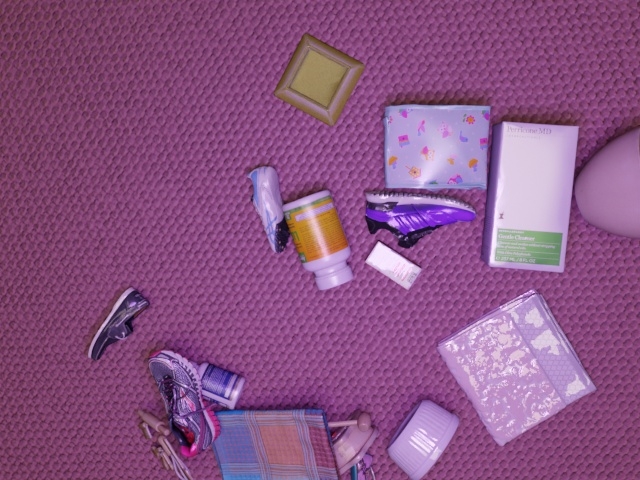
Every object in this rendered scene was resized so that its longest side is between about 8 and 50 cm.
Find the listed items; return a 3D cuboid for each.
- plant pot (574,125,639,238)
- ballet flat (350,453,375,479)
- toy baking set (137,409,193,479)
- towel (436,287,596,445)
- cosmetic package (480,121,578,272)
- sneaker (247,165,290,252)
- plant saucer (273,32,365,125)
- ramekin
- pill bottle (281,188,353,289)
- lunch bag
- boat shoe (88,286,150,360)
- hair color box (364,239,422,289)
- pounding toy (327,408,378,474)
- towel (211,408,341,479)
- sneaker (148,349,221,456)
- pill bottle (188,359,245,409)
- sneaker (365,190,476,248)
[{"bbox_3d":[0.753,-0.126,1.719,0.191,0.284,0.284,-15,95,40],"label":"plant pot"},{"bbox_3d":[0.117,0.702,1.923,0.079,0.077,0.222,2,96,-16],"label":"ballet flat"},{"bbox_3d":[-0.420,0.566,1.886,0.030,0.256,0.197,-32,114,-33],"label":"toy baking set"},{"bbox_3d":[0.531,0.345,1.865,0.317,0.053,0.332,-32,92,6],"label":"towel"},{"bbox_3d":[0.531,-0.115,1.770,0.196,0.155,0.366,3,97,5],"label":"cosmetic package"},{"bbox_3d":[-0.139,-0.082,1.861,0.086,0.085,0.237,-6,99,31],"label":"sneaker"},{"bbox_3d":[-0.005,-0.429,1.829,0.188,0.045,0.188,28,97,1],"label":"plant saucer"},{"bbox_3d":[0.267,0.521,1.828,0.109,0.207,0.207,37,97,9],"label":"ramekin"},{"bbox_3d":[0.000,0.000,1.824,0.136,0.136,0.246,-20,94,5],"label":"pill bottle"},{"bbox_3d":[0.290,-0.238,1.773,0.262,0.160,0.224,0,96,-2],"label":"lunch bag"},{"bbox_3d":[-0.564,0.244,1.912,0.079,0.084,0.233,36,94,0],"label":"boat shoe"},{"bbox_3d":[0.197,0.066,1.864,0.141,0.043,0.072,34,97,1],"label":"hair color box"},{"bbox_3d":[0.050,0.526,1.877,0.155,0.154,0.269,45,116,0],"label":"pounding toy"},{"bbox_3d":[-0.131,0.581,1.859,0.370,0.040,0.272,-8,103,26],"label":"towel"},{"bbox_3d":[-0.368,0.426,1.820,0.120,0.112,0.299,-23,98,32],"label":"sneaker"},{"bbox_3d":[-0.300,0.394,1.903,0.169,0.094,0.094,22,97,1],"label":"pill bottle"},{"bbox_3d":[0.261,-0.049,1.827,0.293,0.102,0.146,6,100,8],"label":"sneaker"}]
